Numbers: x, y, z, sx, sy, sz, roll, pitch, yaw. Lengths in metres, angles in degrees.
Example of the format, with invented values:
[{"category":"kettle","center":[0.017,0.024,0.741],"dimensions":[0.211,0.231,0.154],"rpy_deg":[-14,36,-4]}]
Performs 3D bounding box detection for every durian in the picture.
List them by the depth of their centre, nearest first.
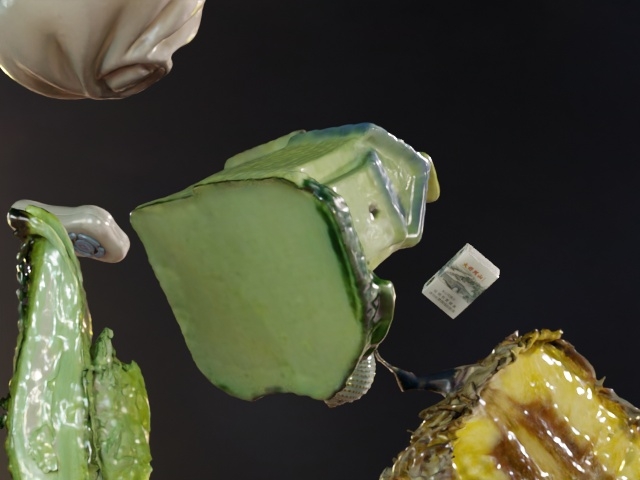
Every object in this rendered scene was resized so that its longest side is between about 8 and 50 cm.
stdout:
[{"category":"durian","center":[-0.191,0.157,1.220],"dimensions":[0.132,0.375,0.106],"rpy_deg":[-8,-5,29]}]

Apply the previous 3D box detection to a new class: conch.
[{"category":"conch","center":[0.011,0.100,1.363],"dimensions":[0.076,0.085,0.057],"rpy_deg":[15,-32,-5]}]

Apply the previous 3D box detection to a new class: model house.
[{"category":"model house","center":[0.000,0.000,1.292],"dimensions":[0.214,0.195,0.189],"rpy_deg":[-13,20,42]}]

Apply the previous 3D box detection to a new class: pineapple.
[{"category":"pineapple","center":[0.138,0.163,1.332],"dimensions":[0.334,0.158,0.161],"rpy_deg":[-6,-13,-43]}]

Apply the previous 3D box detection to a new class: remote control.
[{"category":"remote control","center":[-0.251,-0.008,1.579],"dimensions":[0.122,0.032,0.074],"rpy_deg":[5,-32,30]}]

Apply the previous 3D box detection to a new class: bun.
[{"category":"bun","center":[-0.156,-0.165,1.158],"dimensions":[0.172,0.120,0.173],"rpy_deg":[-28,-13,-7]}]

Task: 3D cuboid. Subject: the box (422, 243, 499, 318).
[{"category":"box","center":[0.171,0.050,1.936],"dimensions":[0.083,0.054,0.024],"rpy_deg":[-46,8,27]}]
